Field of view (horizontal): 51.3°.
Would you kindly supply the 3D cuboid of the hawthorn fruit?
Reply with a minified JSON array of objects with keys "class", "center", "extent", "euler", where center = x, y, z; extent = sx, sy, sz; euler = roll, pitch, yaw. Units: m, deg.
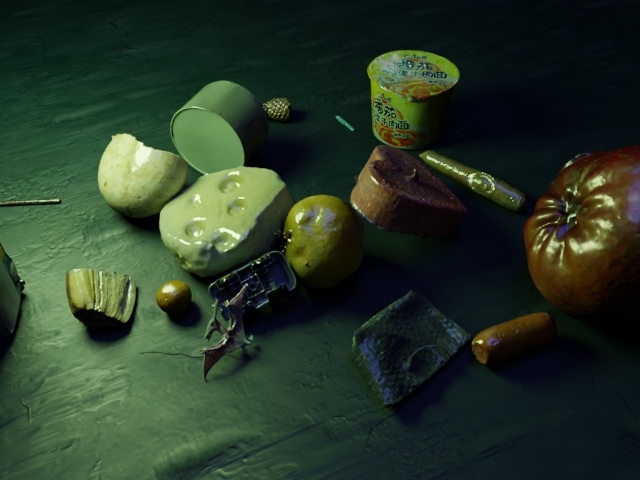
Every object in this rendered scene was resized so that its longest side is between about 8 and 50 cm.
[{"class":"hawthorn fruit","center":[0.657,0.005,1.427],"extent":[0.403,0.403,0.403],"euler":[0,45,0]}]

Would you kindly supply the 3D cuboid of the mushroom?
[{"class":"mushroom","center":[-0.454,-0.144,1.698],"extent":[0.254,0.195,0.189],"euler":[22,79,37]}]

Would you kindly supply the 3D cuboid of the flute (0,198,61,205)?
[{"class":"flute","center":[-0.818,-0.098,1.748],"extent":[0.269,0.014,0.014],"euler":[-3,45,-3]}]

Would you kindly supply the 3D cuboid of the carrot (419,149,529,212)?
[{"class":"carrot","center":[0.402,-0.170,1.797],"extent":[0.342,0.070,0.070],"euler":[32,53,30]}]

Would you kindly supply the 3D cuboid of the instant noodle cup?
[{"class":"instant noodle cup","center":[0.258,-0.403,1.931],"extent":[0.264,0.200,0.264],"euler":[1,44,-1]}]

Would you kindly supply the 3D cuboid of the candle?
[{"class":"candle","center":[0.223,-0.114,1.627],"extent":[0.287,0.131,0.317],"euler":[31,27,1]}]

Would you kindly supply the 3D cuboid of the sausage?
[{"class":"sausage","center":[0.414,0.205,1.407],"extent":[0.197,0.076,0.076],"euler":[-16,47,-16]}]

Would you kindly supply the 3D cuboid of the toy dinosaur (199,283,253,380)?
[{"class":"toy dinosaur","center":[-0.193,0.193,1.402],"extent":[0.108,0.032,0.220],"euler":[28,70,-14]}]

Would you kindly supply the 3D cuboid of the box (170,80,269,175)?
[{"class":"box","center":[-0.269,-0.300,1.805],"extent":[0.226,0.226,0.149],"euler":[18,48,17]}]

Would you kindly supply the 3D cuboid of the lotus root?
[{"class":"lotus root","center":[-0.494,0.131,1.474],"extent":[0.159,0.095,0.135],"euler":[24,38,-36]}]

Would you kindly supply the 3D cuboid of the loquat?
[{"class":"loquat","center":[0.000,0.005,1.523],"extent":[0.213,0.213,0.213],"euler":[0,45,0]}]

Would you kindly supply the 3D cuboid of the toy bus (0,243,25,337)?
[{"class":"toy bus","center":[-0.732,0.049,1.342],"extent":[0.171,0.386,0.162],"euler":[-14,51,-13]}]

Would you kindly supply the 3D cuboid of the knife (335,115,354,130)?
[{"class":"knife","center":[0.073,-0.355,2.020],"extent":[0.014,0.005,0.091],"euler":[-23,49,-24]}]

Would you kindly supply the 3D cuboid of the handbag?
[{"class":"handbag","center":[0.180,0.221,1.395],"extent":[0.270,0.088,0.175],"euler":[-32,61,-29]}]

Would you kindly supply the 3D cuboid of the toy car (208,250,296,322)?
[{"class":"toy car","center":[-0.155,0.101,1.481],"extent":[0.191,0.097,0.100],"euler":[-28,6,-7]}]

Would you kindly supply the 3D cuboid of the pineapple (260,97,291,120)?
[{"class":"pineapple","center":[-0.169,-0.394,2.015],"extent":[0.159,0.074,0.074],"euler":[-1,45,3]}]

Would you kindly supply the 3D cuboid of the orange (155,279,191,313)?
[{"class":"orange","center":[-0.326,0.125,1.484],"extent":[0.085,0.085,0.085],"euler":[0,45,0]}]

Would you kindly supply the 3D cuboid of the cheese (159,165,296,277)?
[{"class":"cheese","center":[-0.220,-0.053,1.594],"extent":[0.326,0.115,0.318],"euler":[-17,39,5]}]
